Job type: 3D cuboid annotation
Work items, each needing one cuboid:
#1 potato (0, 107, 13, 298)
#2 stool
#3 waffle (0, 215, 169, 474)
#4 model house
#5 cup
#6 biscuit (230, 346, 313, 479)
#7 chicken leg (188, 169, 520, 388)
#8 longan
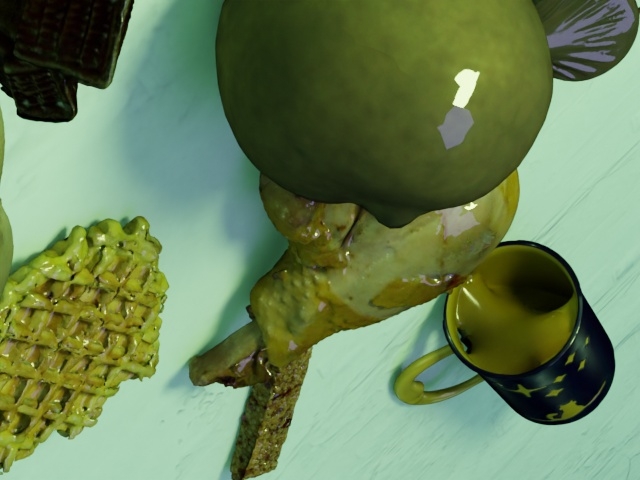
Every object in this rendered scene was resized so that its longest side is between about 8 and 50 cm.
[{"bbox_3d":[-0.340,0.012,1.215,0.221,0.243,0.326,-6,130,-40],"label":"potato"},{"bbox_3d":[0.241,-0.233,1.807,0.217,0.121,0.125,-18,127,1],"label":"stool"},{"bbox_3d":[-0.242,0.095,1.606,0.254,0.052,0.245,-33,143,-28],"label":"waffle"},{"bbox_3d":[-0.191,-0.165,1.311,0.106,0.152,0.165,-10,129,-39],"label":"model house"},{"bbox_3d":[0.234,0.128,2.180,0.256,0.255,0.178,48,45,-60],"label":"cup"},{"bbox_3d":[-0.058,0.194,1.953,0.064,0.034,0.199,-16,135,-42],"label":"biscuit"},{"bbox_3d":[0.000,0.000,1.747,0.409,0.182,0.295,-39,141,12],"label":"chicken leg"},{"bbox_3d":[0.058,-0.153,1.496,0.297,0.297,0.297,-32,144,-27],"label":"longan"}]
